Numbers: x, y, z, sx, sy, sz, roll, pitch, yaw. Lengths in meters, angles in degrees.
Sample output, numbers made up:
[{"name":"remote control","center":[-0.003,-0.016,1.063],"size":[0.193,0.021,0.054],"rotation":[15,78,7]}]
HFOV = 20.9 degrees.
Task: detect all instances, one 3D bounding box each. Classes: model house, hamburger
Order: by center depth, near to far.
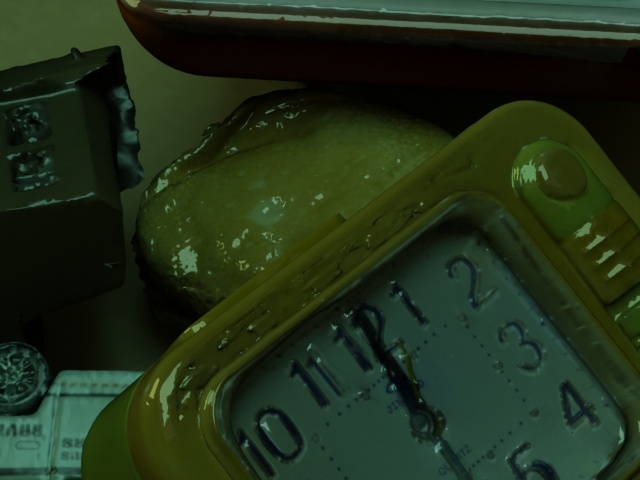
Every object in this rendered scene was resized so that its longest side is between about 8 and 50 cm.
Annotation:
[{"name":"hamburger","center":[0.000,0.000,0.740],"size":[0.147,0.083,0.138],"rotation":[26,59,27]},{"name":"model house","center":[-0.171,-0.066,0.741],"size":[0.176,0.181,0.248],"rotation":[-14,47,-1]}]

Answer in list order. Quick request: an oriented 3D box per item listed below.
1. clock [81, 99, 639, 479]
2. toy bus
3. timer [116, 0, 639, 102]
[{"name":"clock","center":[0.035,0.058,0.581],"size":[0.202,0.096,0.143],"rotation":[-38,91,-29]},{"name":"toy bus","center":[-0.061,0.093,0.662],"size":[0.194,0.087,0.089],"rotation":[0,58,3]},{"name":"timer","center":[0.056,-0.151,0.792],"size":[0.257,0.161,0.250],"rotation":[4,39,9]}]
